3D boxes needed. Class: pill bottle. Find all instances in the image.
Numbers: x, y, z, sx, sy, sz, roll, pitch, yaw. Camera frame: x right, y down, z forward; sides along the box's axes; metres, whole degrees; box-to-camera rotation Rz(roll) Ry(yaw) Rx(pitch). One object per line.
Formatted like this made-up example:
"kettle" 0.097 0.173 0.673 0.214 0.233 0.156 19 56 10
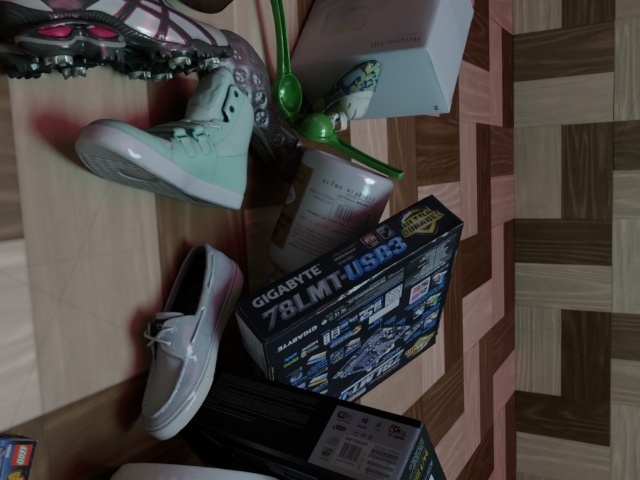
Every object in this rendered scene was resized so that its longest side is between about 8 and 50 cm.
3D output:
"pill bottle" 0.000 0.000 0.849 0.131 0.131 0.229 4 110 -60

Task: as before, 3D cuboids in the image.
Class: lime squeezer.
"lime squeezer" -0.005 -0.194 0.873 0.310 0.110 0.059 56 24 0

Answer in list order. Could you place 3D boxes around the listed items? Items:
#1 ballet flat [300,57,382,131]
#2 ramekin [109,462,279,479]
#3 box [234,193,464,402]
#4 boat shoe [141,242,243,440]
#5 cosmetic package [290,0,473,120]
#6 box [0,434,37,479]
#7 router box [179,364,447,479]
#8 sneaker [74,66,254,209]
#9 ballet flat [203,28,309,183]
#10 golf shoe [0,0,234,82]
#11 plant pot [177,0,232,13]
"ballet flat" 0.036 -0.199 0.902 0.070 0.188 0.070 7 75 -27
"ramekin" -0.128 0.292 0.622 0.207 0.207 0.109 44 45 -52
"box" 0.044 0.117 0.818 0.296 0.073 0.293 -30 146 -21
"boat shoe" -0.158 0.103 0.691 0.081 0.079 0.227 48 45 -38
"cosmetic package" 0.100 -0.318 0.967 0.138 0.224 0.224 51 48 -49
"box" -0.293 0.228 0.496 0.094 0.027 0.137 30 65 -55
"router box" -0.005 0.271 0.718 0.081 0.309 0.243 -56 138 -35
"sneaker" -0.154 -0.126 0.656 0.256 0.094 0.151 17 82 -69
"ballet flat" -0.086 -0.171 0.827 0.084 0.058 0.250 -49 131 -13
"golf shoe" -0.184 -0.220 0.600 0.273 0.105 0.120 -20 101 -59
"plant pot" -0.073 -0.377 0.591 0.215 0.230 0.215 42 35 -39
